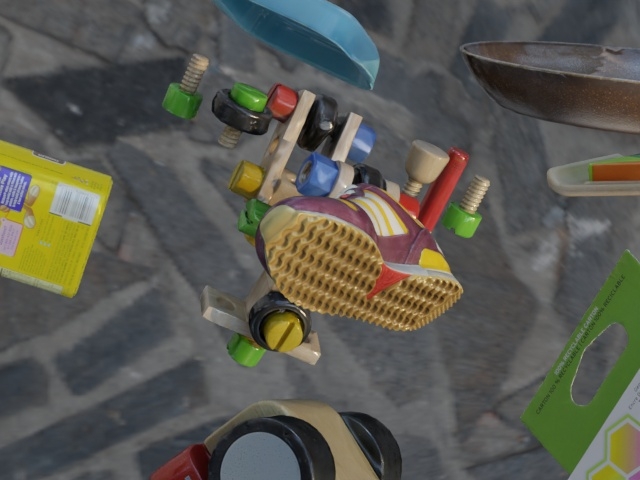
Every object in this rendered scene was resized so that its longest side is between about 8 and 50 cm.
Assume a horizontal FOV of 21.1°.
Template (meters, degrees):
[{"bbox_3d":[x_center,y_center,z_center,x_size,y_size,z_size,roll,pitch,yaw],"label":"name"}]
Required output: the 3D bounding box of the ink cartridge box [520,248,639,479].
[{"bbox_3d":[0.235,0.152,1.297,0.255,0.097,0.189,50,123,40],"label":"ink cartridge box"}]

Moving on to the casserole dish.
[{"bbox_3d":[-0.020,-0.196,1.552,0.188,0.114,0.037,27,80,30],"label":"casserole dish"}]

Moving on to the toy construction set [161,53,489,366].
[{"bbox_3d":[0.000,0.000,1.673,0.257,0.308,0.237,42,114,42],"label":"toy construction set"}]

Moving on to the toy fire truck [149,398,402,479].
[{"bbox_3d":[-0.033,0.228,0.884,0.246,0.158,0.217,-38,73,17],"label":"toy fire truck"}]

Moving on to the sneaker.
[{"bbox_3d":[0.013,-0.001,1.075,0.069,0.185,0.084,-39,55,17],"label":"sneaker"}]

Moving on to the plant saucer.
[{"bbox_3d":[0.268,-0.126,1.432,0.310,0.310,0.050,8,103,14],"label":"plant saucer"}]

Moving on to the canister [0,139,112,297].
[{"bbox_3d":[-0.281,-0.028,1.517,0.169,0.073,0.126,18,119,-8],"label":"canister"}]

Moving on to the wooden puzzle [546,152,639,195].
[{"bbox_3d":[0.376,-0.070,1.737,0.238,0.221,0.044,5,99,30],"label":"wooden puzzle"}]
